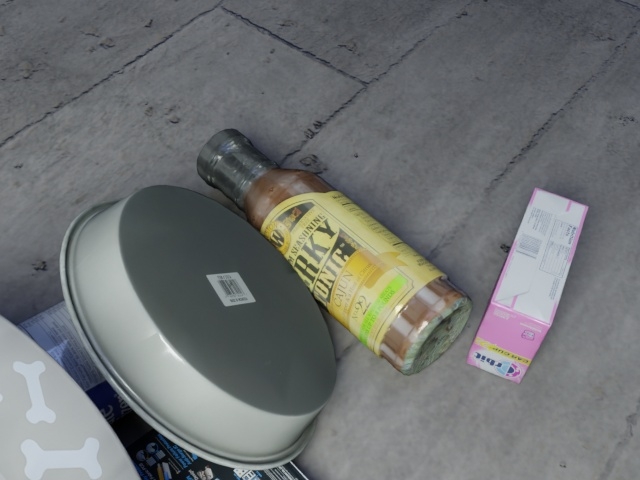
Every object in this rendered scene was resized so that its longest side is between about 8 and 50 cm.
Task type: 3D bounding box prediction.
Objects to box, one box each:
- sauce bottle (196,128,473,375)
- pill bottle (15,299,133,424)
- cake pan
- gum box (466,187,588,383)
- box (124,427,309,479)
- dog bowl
[{"bbox_3d":[0.000,0.000,0.909,0.344,0.111,0.111,38,56,25],"label":"sauce bottle"},{"bbox_3d":[-0.239,0.126,0.760,0.219,0.123,0.123,-30,59,-28],"label":"pill bottle"},{"bbox_3d":[-0.094,0.063,0.762,0.293,0.054,0.293,38,25,-22],"label":"cake pan"},{"bbox_3d":[0.222,0.042,0.898,0.062,0.107,0.188,22,51,12],"label":"gum box"},{"bbox_3d":[-0.089,0.251,0.718,0.175,0.051,0.220,-34,61,-30],"label":"box"},{"bbox_3d":[-0.258,0.181,0.580,0.348,0.349,0.102,29,39,17],"label":"dog bowl"}]
